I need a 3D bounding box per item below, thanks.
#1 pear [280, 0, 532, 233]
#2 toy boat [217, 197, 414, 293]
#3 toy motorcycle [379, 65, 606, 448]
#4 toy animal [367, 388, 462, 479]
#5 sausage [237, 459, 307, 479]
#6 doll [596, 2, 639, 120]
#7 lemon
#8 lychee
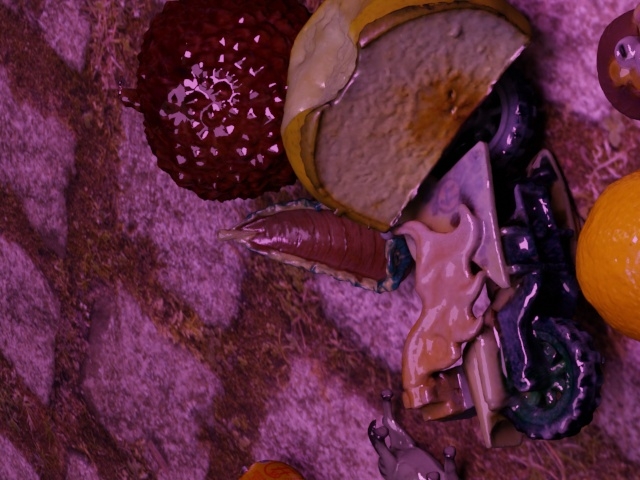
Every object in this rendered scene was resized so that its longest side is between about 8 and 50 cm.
[{"bbox_3d":[0.060,-0.186,1.495,0.292,0.159,0.292,-48,26,32],"label":"pear"},{"bbox_3d":[0.006,-0.003,1.783,0.293,0.099,0.108,9,111,42],"label":"toy boat"},{"bbox_3d":[0.166,0.022,1.508,0.237,0.168,0.410,-34,61,47],"label":"toy motorcycle"},{"bbox_3d":[0.128,0.306,1.781,0.217,0.073,0.176,43,150,39],"label":"toy animal"},{"bbox_3d":[-0.012,0.437,1.971,0.347,0.123,0.123,50,139,26],"label":"sausage"},{"bbox_3d":[0.308,-0.191,1.313,0.145,0.096,0.188,-18,80,46],"label":"doll"},{"bbox_3d":[0.327,0.013,1.304,0.193,0.180,0.181,-142,45,-59],"label":"lemon"},{"bbox_3d":[-0.105,-0.174,1.708,0.300,0.264,0.264,-1,106,25],"label":"lychee"}]
